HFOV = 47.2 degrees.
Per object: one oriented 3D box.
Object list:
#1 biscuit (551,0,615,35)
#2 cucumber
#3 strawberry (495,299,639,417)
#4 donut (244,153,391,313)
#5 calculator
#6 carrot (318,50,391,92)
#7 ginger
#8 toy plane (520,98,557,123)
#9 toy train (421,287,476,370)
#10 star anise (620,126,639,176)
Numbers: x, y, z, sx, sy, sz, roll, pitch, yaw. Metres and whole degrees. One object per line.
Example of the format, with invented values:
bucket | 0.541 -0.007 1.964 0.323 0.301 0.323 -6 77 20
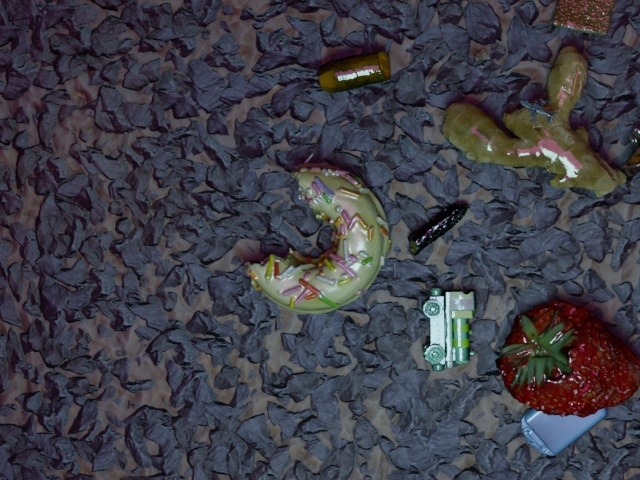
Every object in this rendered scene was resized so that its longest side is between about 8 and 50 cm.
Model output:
biscuit | 0.627 -0.601 1.700 0.131 0.026 0.236 14 92 6
cucumber | 0.282 -0.032 1.765 0.181 0.053 0.053 -37 86 6
strawberry | 0.557 0.278 1.655 0.258 0.261 0.261 32 98 -32
donut | 0.002 0.010 1.758 0.307 0.150 0.371 29 95 6
calculator | 0.579 0.418 1.740 0.210 0.039 0.121 -42 87 8
carrot | 0.081 -0.405 1.765 0.173 0.082 0.082 -12 90 12
ginger | 0.499 -0.227 1.689 0.363 0.122 0.348 -24 80 -1
toy plane | 0.486 -0.293 1.638 0.084 0.024 0.078 35 71 9
toy train | 0.308 0.212 1.754 0.132 0.083 0.200 -2 93 6
star anise | 0.793 -0.185 1.649 0.220 0.099 0.214 22 78 4
